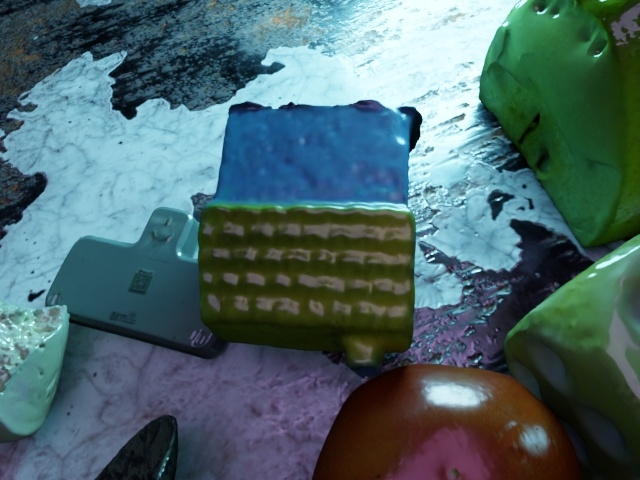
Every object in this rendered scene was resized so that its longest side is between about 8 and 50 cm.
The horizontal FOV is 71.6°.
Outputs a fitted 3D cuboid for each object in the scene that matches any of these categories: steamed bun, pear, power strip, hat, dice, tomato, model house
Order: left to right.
[{"bbox_3d":[-0.431,0.145,0.527,0.225,0.170,0.200,-4,85,5],"label":"steamed bun"},{"bbox_3d":[-0.180,0.314,0.436,0.128,0.265,0.266,37,66,-16],"label":"hat"},{"bbox_3d":[-0.235,0.046,0.636,0.264,0.059,0.194,12,67,13],"label":"power strip"},{"bbox_3d":[0.000,0.000,0.533,0.236,0.216,0.304,1,57,8],"label":"model house"},{"bbox_3d":[0.118,0.232,0.425,0.259,0.180,0.260,-2,59,4],"label":"tomato"},{"bbox_3d":[0.381,-0.209,0.565,0.238,0.318,0.343,-20,62,1],"label":"pear"},{"bbox_3d":[0.348,0.129,0.428,0.233,0.227,0.238,-30,63,-6],"label":"dice"}]
